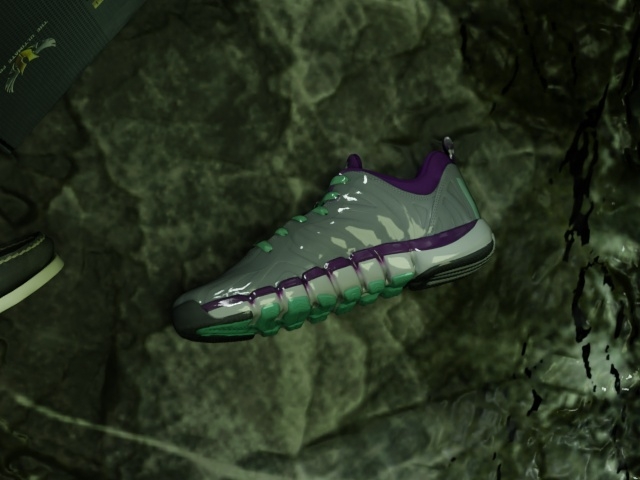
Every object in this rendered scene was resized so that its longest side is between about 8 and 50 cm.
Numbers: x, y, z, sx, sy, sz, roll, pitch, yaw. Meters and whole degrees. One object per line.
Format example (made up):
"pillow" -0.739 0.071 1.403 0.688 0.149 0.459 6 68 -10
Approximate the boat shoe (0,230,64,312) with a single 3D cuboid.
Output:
"boat shoe" -0.273 0.032 0.987 0.233 0.084 0.079 -17 102 -10

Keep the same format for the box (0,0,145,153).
"box" -0.150 -0.173 0.943 0.059 0.183 0.232 40 85 12

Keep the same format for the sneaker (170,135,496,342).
"sneaker" 0.000 0.000 1.078 0.224 0.083 0.098 -15 77 -15
